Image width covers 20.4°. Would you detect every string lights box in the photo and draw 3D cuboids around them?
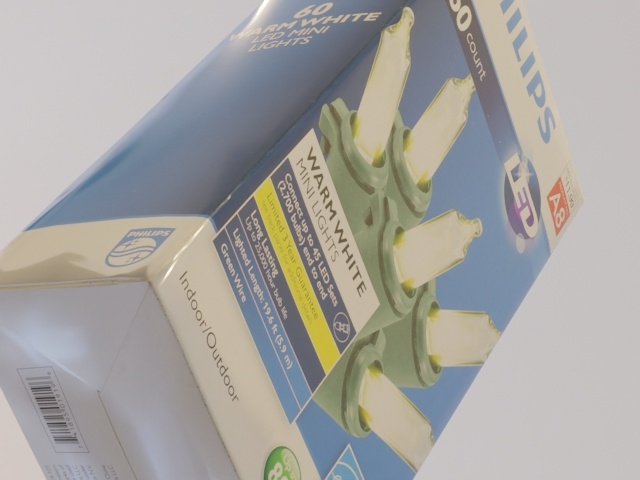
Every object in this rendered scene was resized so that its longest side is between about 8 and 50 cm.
[{"bbox_3d":[0.000,0.000,0.609,0.077,0.259,0.133,-4,-60,32],"label":"string lights box"}]
